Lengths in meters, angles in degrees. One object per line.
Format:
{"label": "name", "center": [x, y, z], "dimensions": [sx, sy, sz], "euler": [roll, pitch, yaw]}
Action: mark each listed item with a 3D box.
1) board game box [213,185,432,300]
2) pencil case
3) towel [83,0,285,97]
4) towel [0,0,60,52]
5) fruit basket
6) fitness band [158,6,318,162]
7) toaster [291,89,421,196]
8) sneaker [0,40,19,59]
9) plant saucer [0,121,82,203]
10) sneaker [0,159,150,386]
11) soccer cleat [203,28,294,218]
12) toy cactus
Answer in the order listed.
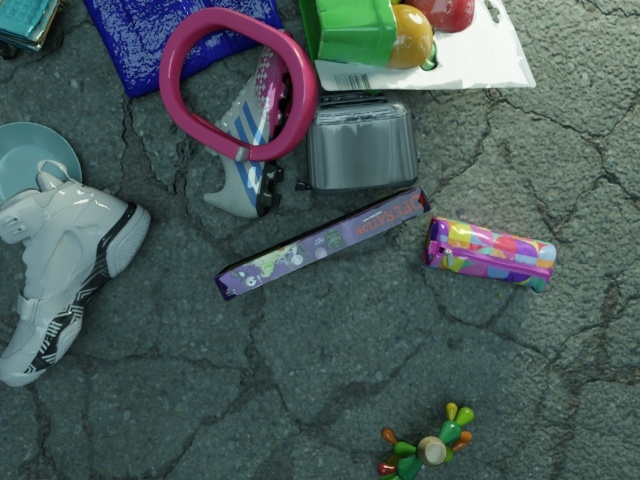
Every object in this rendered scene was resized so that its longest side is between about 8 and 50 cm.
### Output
{"label": "board game box", "center": [0.000, 0.000, 1.041], "dimensions": [0.347, 0.208, 0.056], "euler": [-24, 97, -1]}
{"label": "pencil case", "center": [0.296, 0.026, 1.114], "dimensions": [0.236, 0.104, 0.104], "euler": [11, 93, -5]}
{"label": "towel", "center": [-0.238, -0.405, 1.070], "dimensions": [0.308, 0.076, 0.227], "euler": [-26, 93, -2]}
{"label": "towel", "center": [-0.531, -0.524, 1.032], "dimensions": [0.271, 0.040, 0.370], "euler": [19, 81, -5]}
{"label": "fruit basket", "center": [0.144, -0.365, 1.033], "dimensions": [0.353, 0.165, 0.327], "euler": [-3, 62, -17]}
{"label": "fitness band", "center": [-0.136, -0.246, 0.985], "dimensions": [0.291, 0.054, 0.209], "euler": [31, 108, 23]}
{"label": "toaster", "center": [0.057, -0.167, 1.056], "dimensions": [0.227, 0.129, 0.146], "euler": [-6, 118, 0]}
{"label": "sneaker", "center": [-0.580, -0.367, 1.061], "dimensions": [0.152, 0.058, 0.084], "euler": [30, 83, -11]}
{"label": "plant saucer", "center": [-0.510, -0.107, 1.091], "dimensions": [0.195, 0.037, 0.195], "euler": [0, 93, -3]}
{"label": "sneaker", "center": [-0.465, 0.049, 1.027], "dimensions": [0.210, 0.137, 0.366], "euler": [38, 85, -26]}
{"label": "soccer cleat", "center": [-0.125, -0.205, 1.070], "dimensions": [0.143, 0.116, 0.331], "euler": [9, 90, 7]}
{"label": "toy cactus", "center": [0.187, 0.358, 1.094], "dimensions": [0.219, 0.180, 0.112], "euler": [-27, 74, -6]}
